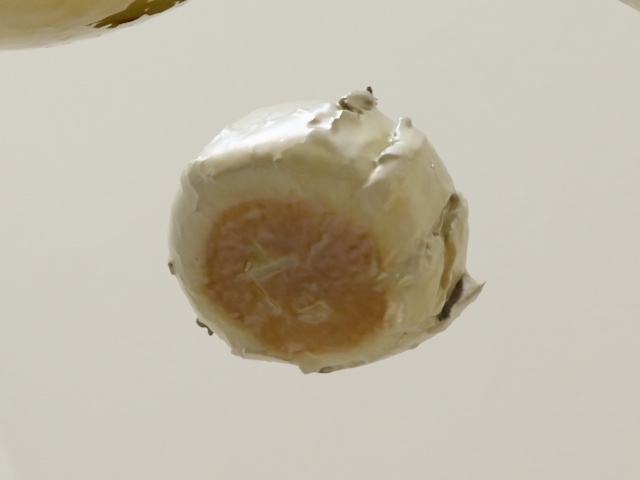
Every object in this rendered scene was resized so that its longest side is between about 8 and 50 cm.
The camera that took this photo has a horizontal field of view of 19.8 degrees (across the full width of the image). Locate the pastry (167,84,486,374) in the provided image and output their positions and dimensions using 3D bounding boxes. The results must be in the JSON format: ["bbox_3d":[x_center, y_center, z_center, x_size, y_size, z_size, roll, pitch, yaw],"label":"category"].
[{"bbox_3d":[0.000,0.000,0.941,0.166,0.088,0.166,13,-53,17],"label":"pastry"}]

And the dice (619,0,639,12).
[{"bbox_3d":[0.195,-0.223,0.491,0.277,0.304,0.304,28,-56,6],"label":"dice"}]

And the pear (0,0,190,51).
[{"bbox_3d":[-0.126,-0.244,0.706,0.348,0.348,0.348,-2,-94,30],"label":"pear"}]
